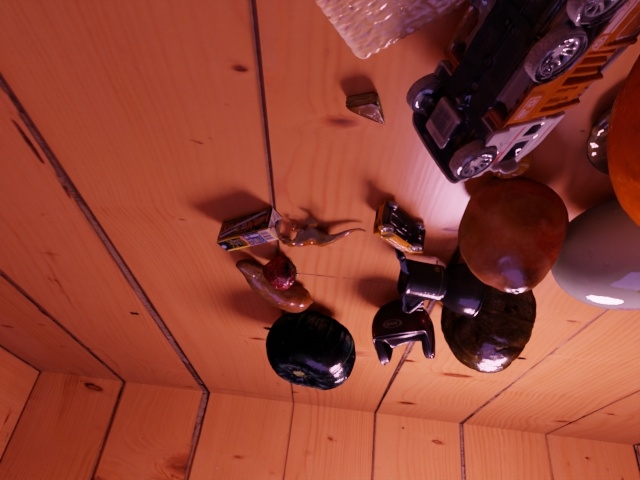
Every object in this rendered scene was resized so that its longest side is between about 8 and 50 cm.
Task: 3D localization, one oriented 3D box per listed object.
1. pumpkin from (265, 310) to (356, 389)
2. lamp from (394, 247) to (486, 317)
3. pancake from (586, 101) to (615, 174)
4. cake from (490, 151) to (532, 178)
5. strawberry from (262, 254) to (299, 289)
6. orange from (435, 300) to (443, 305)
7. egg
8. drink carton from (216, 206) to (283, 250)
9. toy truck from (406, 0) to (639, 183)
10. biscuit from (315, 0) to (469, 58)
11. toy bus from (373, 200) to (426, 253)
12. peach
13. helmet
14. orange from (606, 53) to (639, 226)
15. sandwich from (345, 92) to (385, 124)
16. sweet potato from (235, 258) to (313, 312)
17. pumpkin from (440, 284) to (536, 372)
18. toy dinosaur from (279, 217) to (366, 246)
[{"bbox_3d":[-0.026,0.367,1.605,0.315,0.238,0.315,14,135,14],"label":"pumpkin"},{"bbox_3d":[0.291,0.118,1.219,0.227,0.147,0.172,10,113,-4],"label":"lamp"},{"bbox_3d":[0.598,-0.187,0.802,0.249,0.031,0.250,3,145,2],"label":"pancake"},{"bbox_3d":[0.359,-0.157,0.886,0.084,0.044,0.084,4,147,3],"label":"cake"},{"bbox_3d":[-0.118,0.092,1.320,0.106,0.106,0.106,6,147,4],"label":"strawberry"},{"bbox_3d":[0.347,0.144,1.326,0.085,0.085,0.085,6,147,4],"label":"orange"},{"bbox_3d":[0.652,0.014,0.918,0.370,0.230,0.230,-19,139,28],"label":"egg"},{"bbox_3d":[-0.181,-0.027,1.174,0.165,0.071,0.056,-13,138,27],"label":"drink carton"},{"bbox_3d":[0.287,-0.255,0.621,0.206,0.173,0.388,-14,154,-23],"label":"toy truck"},{"bbox_3d":[0.116,-0.363,0.637,0.249,0.030,0.160,-18,139,34],"label":"biscuit"},{"bbox_3d":[0.180,-0.028,1.100,0.162,0.070,0.074,30,151,-34],"label":"toy bus"},{"bbox_3d":[0.386,-0.003,0.948,0.214,0.236,0.214,12,154,6],"label":"peach"},{"bbox_3d":[0.254,0.281,1.440,0.189,0.193,0.216,-13,155,24],"label":"helmet"},{"bbox_3d":[0.588,-0.136,0.569,0.423,0.424,0.326,1,179,10],"label":"orange"},{"bbox_3d":[0.088,-0.240,0.829,0.083,0.031,0.044,17,150,-17],"label":"sandwich"},{"bbox_3d":[-0.147,0.143,1.411,0.291,0.097,0.097,32,140,-30],"label":"sweet potato"},{"bbox_3d":[0.494,0.266,1.345,0.242,0.232,0.325,9,151,-7],"label":"pumpkin"},{"bbox_3d":[-0.002,0.000,1.196,0.212,0.057,0.142,11,158,-3],"label":"toy dinosaur"}]
